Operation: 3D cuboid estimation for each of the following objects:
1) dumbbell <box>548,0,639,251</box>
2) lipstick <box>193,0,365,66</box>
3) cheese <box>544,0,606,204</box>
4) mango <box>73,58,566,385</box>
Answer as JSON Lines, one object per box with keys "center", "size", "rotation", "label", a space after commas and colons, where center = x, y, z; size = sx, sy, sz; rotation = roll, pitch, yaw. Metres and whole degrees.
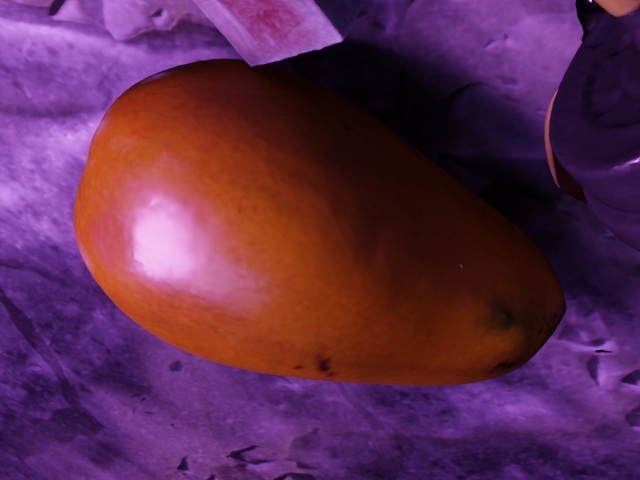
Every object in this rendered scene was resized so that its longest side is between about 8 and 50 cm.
{"center": [0.117, -0.137, 0.776], "size": [0.388, 0.185, 0.185], "rotation": [39, 144, -21], "label": "dumbbell"}
{"center": [-0.106, -0.246, 0.857], "size": [0.076, 0.080, 0.371], "rotation": [-9, 135, 41], "label": "lipstick"}
{"center": [0.162, -0.081, 0.957], "size": [0.086, 0.036, 0.162], "rotation": [11, 144, 24], "label": "cheese"}
{"center": [0.000, 0.000, 1.030], "size": [0.317, 0.173, 0.211], "rotation": [21, -176, -28], "label": "mango"}
